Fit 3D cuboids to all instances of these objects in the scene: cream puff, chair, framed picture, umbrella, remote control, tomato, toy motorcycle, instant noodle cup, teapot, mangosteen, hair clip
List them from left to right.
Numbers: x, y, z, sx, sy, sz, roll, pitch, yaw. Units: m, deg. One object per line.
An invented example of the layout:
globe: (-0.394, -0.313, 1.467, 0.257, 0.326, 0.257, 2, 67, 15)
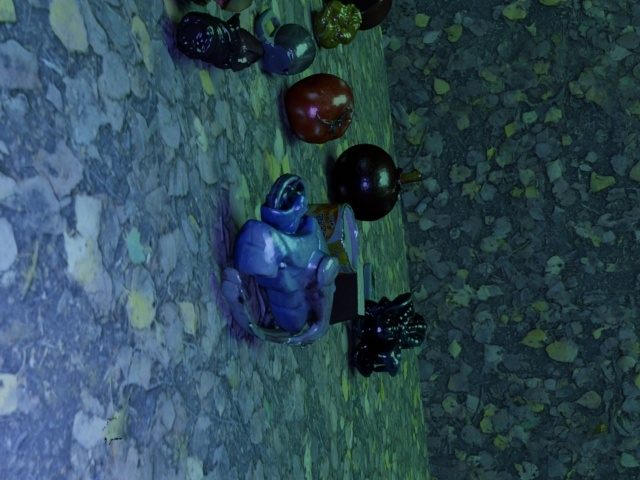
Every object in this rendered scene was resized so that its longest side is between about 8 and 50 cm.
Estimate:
umbrella: (-0.164, -0.340, 1.328, 0.094, 0.090, 0.326, 61, 15, 0)
teapot: (-0.080, -0.433, 1.690, 0.108, 0.111, 0.149, -54, 143, -51)
toy motorcycle: (-0.059, 0.060, 1.369, 0.241, 0.182, 0.319, -82, 162, -45)
tomato: (-0.011, -0.314, 1.842, 0.187, 0.151, 0.187, -47, 162, -20)
instant noodle cup: (0.000, 0.000, 1.712, 0.205, 0.153, 0.204, -7, 90, -78)
framed picture: (0.038, 0.130, 1.796, 0.023, 0.169, 0.127, 15, 65, -38)
cream puff: (0.053, -0.644, 2.267, 0.156, 0.156, 0.121, 24, 49, -74)
chair: (0.082, -0.823, 2.301, 0.401, 0.227, 0.226, 46, 39, -69)
remote control: (0.154, 0.182, 2.480, 0.087, 0.047, 0.244, 61, 26, -50)
mangosteen: (0.167, -0.172, 2.240, 0.235, 0.262, 0.235, -6, 90, -79)
hair clip: (0.204, 0.268, 2.283, 0.310, 0.195, 0.206, -34, 110, -60)

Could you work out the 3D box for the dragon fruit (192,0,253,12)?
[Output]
dragon fruit: (-0.151, -0.480, 1.205, 0.227, 0.224, 0.224, -51, 133, -79)
